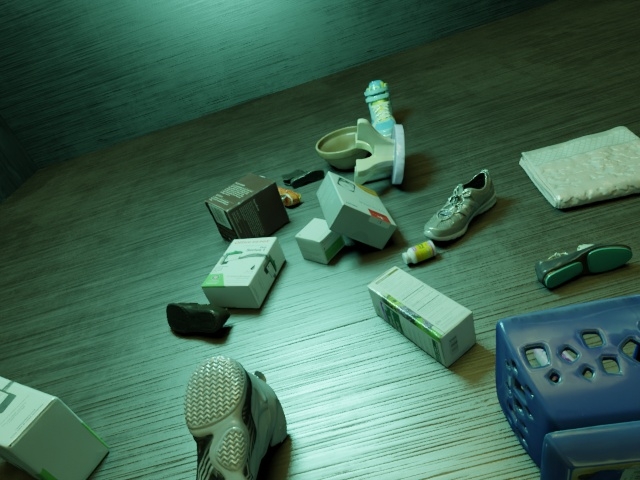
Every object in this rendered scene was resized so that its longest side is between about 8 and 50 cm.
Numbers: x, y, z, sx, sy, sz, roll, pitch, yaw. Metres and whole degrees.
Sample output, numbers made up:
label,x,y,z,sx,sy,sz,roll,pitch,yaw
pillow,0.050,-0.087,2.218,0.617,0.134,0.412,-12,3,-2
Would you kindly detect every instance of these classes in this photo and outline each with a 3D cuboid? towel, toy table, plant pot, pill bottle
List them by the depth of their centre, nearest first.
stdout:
label,x,y,z,sx,sy,sz,roll,pitch,yaw
plant pot,0.397,0.242,0.628,0.235,0.236,0.212,-11,39,11
pill bottle,0.261,0.034,1.169,0.083,0.043,0.043,-22,33,-3
towel,0.785,-0.214,1.259,0.331,0.053,0.317,-13,33,11
toy table,0.202,-0.303,1.543,0.160,0.252,0.274,2,30,2
plant pot,0.109,-0.360,1.767,0.237,0.110,0.237,-14,33,10

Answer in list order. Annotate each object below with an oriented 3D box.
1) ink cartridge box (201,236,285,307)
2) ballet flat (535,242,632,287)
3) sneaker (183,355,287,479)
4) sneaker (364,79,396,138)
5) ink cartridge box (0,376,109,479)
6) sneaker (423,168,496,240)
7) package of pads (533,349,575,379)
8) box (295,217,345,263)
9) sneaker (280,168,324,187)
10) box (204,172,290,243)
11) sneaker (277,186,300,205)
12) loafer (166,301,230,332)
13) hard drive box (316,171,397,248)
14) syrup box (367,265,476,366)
label,x,y,z,sx,sy,sz,roll,pitch,yaw
ink cartridge box,-0.218,0.090,1.288,0.160,0.093,0.219,-3,36,22
ballet flat,0.573,0.042,0.976,0.203,0.074,0.074,-20,33,3
sneaker,-0.140,0.396,0.769,0.137,0.210,0.366,-10,68,15
sneaker,0.256,-0.567,1.904,0.127,0.208,0.319,-13,34,8
ink cartridge box,-0.622,0.405,0.935,0.272,0.198,0.115,2,40,30
sneaker,0.384,-0.102,1.239,0.281,0.115,0.105,-38,37,-26
package of pads,0.426,0.218,0.800,0.050,0.032,0.083,-15,7,11
box,0.000,0.000,1.312,0.101,0.087,0.101,12,44,40
sneaker,-0.072,-0.261,1.768,0.170,0.051,0.089,-22,37,2
box,-0.250,-0.102,1.518,0.203,0.167,0.168,-36,36,-25
sneaker,-0.138,-0.169,1.674,0.067,0.064,0.175,-17,32,-35
loafer,-0.334,0.210,1.204,0.220,0.080,0.078,3,6,32
hard drive box,0.100,-0.093,1.310,0.181,0.089,0.232,20,26,-22
syrup box,0.215,0.158,0.965,0.096,0.093,0.237,-33,35,-19
